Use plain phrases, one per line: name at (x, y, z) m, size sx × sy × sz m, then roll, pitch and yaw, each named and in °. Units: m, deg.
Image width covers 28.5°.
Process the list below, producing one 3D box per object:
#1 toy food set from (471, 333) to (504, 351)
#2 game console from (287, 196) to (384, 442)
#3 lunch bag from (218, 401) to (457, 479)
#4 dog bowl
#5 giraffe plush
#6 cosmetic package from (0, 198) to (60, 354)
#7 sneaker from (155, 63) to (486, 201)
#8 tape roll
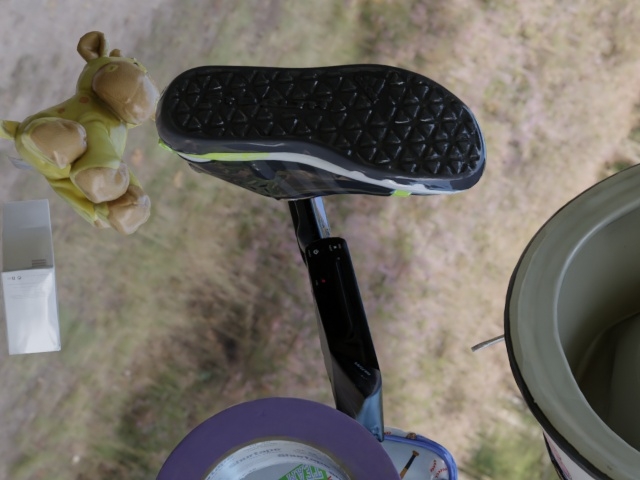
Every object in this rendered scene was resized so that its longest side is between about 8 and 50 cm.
toy food set at (0.276, 0.099, 1.341) m, size 0.128 × 0.071 × 0.218 m, roll -15°, pitch 167°, yaw -33°
game console at (0.000, 0.000, 1.156) m, size 0.213 × 0.044 × 0.361 m, roll 83°, pitch -7°, yaw -66°
lunch bag at (0.004, 0.313, 1.385) m, size 0.115 × 0.303 × 0.243 m, roll 89°, pitch 13°, yaw -84°
dog bowl at (0.343, 0.102, 0.918) m, size 0.408 × 0.408 × 0.150 m, roll -52°, pitch 144°, yaw -38°
giraffe plush at (-0.238, -0.129, 1.379) m, size 0.170 × 0.210 × 0.181 m, roll -50°, pitch 135°, yaw -16°
cosmetic package at (-0.332, 0.036, 1.435) m, size 0.239 × 0.060 × 0.098 m, roll -125°, pitch -150°, yaw -67°
sneaker at (0.000, -0.070, 0.875) m, size 0.097 × 0.235 × 0.084 m, roll 76°, pitch 27°, yaw -65°
tape roll at (-0.028, 0.214, 0.915) m, size 0.189 × 0.189 × 0.080 m, roll -59°, pitch 165°, yaw -17°
